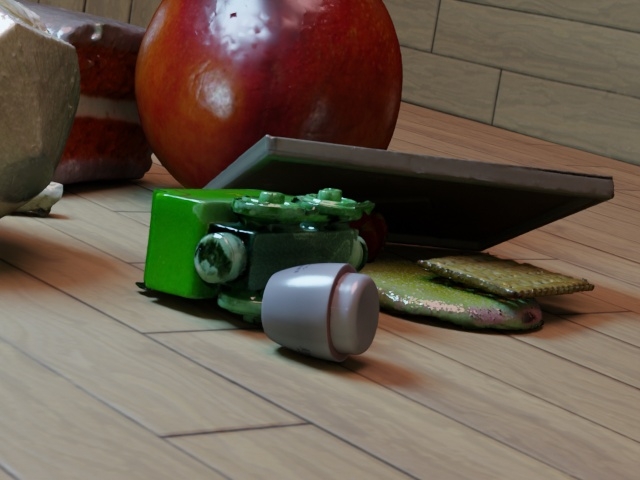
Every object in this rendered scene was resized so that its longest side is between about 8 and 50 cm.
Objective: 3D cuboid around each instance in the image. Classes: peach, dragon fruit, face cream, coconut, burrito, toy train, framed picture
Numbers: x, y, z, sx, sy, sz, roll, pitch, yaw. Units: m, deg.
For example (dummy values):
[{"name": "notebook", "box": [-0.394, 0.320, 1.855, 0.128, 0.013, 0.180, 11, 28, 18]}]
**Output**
[{"name": "peach", "box": [-0.062, -0.225, 2.094, 0.388, 0.388, 0.388, 9, 11, -2]}, {"name": "dragon fruit", "box": [0.000, 0.000, 1.812, 0.094, 0.094, 0.190, 18, 23, 38]}, {"name": "face cream", "box": [0.000, 0.065, 1.454, 0.095, 0.091, 0.091, 4, 8, 22]}, {"name": "coconut", "box": [-0.402, -0.141, 1.616, 0.309, 0.298, 0.297, 30, 18, 21]}, {"name": "burrito", "box": [-0.400, -0.055, 1.865, 0.185, 0.041, 0.045, 2, 22, -26]}, {"name": "toy train", "box": [-0.067, 0.006, 1.612, 0.188, 0.133, 0.243, 11, 8, 33]}, {"name": "framed picture", "box": [0.081, -0.049, 1.913, 0.446, 0.028, 0.326, 6, -15, -23]}]

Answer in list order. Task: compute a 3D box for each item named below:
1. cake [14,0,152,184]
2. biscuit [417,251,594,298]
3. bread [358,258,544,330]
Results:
[{"name": "cake", "box": [-0.374, -0.202, 2.149, 0.230, 0.237, 0.309, 15, 9, 19]}, {"name": "biscuit", "box": [0.209, 0.039, 1.787, 0.144, 0.016, 0.203, 18, 12, 30]}, {"name": "bread", "box": [0.141, 0.057, 1.764, 0.228, 0.034, 0.228, 8, 9, -1]}]
